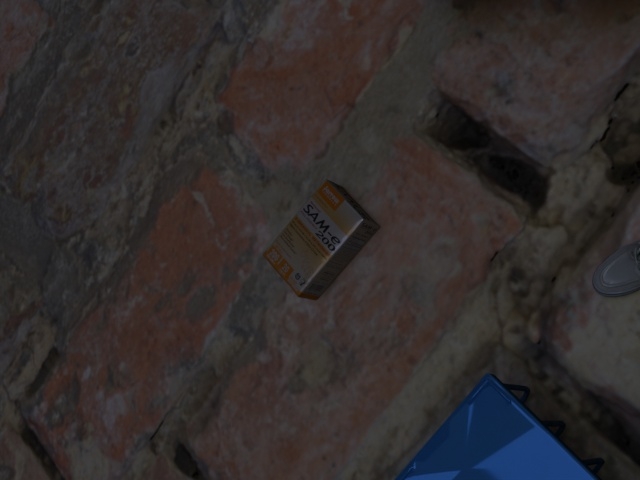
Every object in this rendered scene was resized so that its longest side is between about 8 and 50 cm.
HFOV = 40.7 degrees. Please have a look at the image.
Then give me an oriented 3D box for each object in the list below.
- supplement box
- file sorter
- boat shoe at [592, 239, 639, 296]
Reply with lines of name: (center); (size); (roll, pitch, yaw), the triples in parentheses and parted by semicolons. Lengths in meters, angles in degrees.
supplement box: (0.000, 0.000, 0.821); (0.098, 0.036, 0.062); (-50, 60, 13)
file sorter: (0.163, 0.201, 0.636); (0.170, 0.104, 0.118); (45, 104, 30)
boat shoe: (0.252, 0.012, 0.660); (0.100, 0.035, 0.035); (-29, 66, 24)
